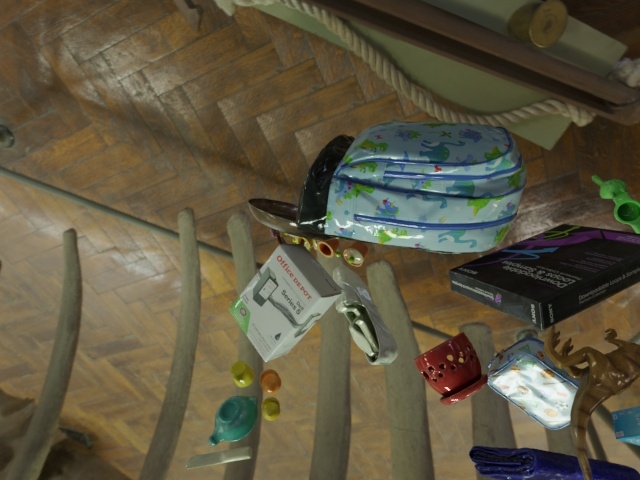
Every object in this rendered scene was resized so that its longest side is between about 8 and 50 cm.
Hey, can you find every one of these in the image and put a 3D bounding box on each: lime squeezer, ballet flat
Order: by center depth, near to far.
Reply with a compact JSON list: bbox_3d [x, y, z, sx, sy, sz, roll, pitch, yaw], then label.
[{"bbox_3d":[0.711,-0.074,0.979,0.058,0.310,0.110,-16,138,12],"label":"lime squeezer"},{"bbox_3d":[0.135,0.264,1.486,0.139,0.139,0.400,-40,69,27],"label":"ballet flat"}]

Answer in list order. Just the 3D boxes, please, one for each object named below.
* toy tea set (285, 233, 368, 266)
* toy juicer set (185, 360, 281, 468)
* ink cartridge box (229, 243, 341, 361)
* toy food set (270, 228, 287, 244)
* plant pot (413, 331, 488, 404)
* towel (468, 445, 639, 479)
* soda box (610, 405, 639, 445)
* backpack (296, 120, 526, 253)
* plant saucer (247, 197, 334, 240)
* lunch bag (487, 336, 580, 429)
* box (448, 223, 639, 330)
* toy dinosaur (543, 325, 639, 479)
[{"bbox_3d":[0.000,0.000,1.420,0.336,0.124,0.200,15,136,36],"label":"toy tea set"},{"bbox_3d":[-0.216,0.516,1.192,0.209,0.329,0.090,1,135,22],"label":"toy juicer set"},{"bbox_3d":[-0.103,0.170,1.165,0.198,0.114,0.273,48,113,23],"label":"ink cartridge box"},{"bbox_3d":[-0.138,-0.006,1.361,0.019,0.078,0.122,-33,89,5],"label":"toy food set"},{"bbox_3d":[0.420,0.407,1.309,0.191,0.191,0.174,-42,67,28],"label":"plant pot"},{"bbox_3d":[0.544,0.544,0.969,0.308,0.076,0.228,15,153,-13],"label":"towel"},{"bbox_3d":[0.783,0.415,0.943,0.071,0.067,0.210,18,146,-6],"label":"soda box"},{"bbox_3d":[0.176,-0.100,0.752,0.355,0.290,0.273,23,119,9],"label":"backpack"},{"bbox_3d":[-0.070,-0.061,1.232,0.310,0.310,0.050,16,102,-2],"label":"plant saucer"},{"bbox_3d":[0.714,0.470,1.364,0.303,0.115,0.243,37,129,7],"label":"lunch bag"},{"bbox_3d":[0.223,0.026,0.395,0.162,0.116,0.029,-21,105,-17],"label":"box"},{"bbox_3d":[0.291,0.143,0.431,0.211,0.112,0.064,-32,117,-17],"label":"toy dinosaur"}]
